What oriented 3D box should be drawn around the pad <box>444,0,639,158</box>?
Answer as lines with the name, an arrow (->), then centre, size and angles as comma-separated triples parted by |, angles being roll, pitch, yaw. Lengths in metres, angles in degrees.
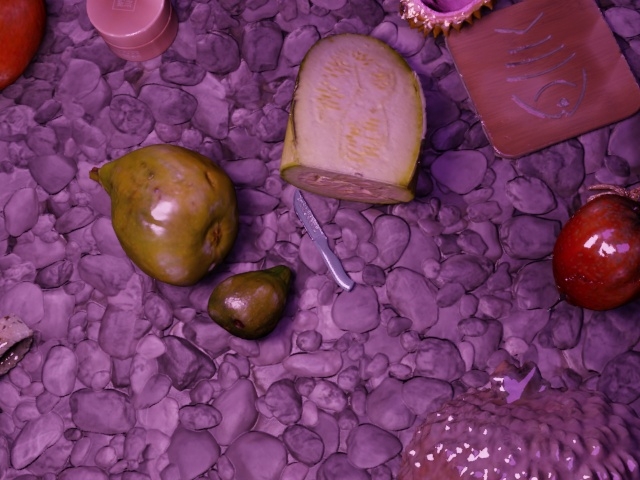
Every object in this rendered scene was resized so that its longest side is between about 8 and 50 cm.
pad -> 0.403, -0.310, 1.576 | 0.287, 0.018, 0.284 | -20, 74, 0

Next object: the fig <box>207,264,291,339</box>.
fig -> -0.109, 0.091, 1.470 | 0.123, 0.123, 0.156 | 31, 68, 13

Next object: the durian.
durian -> 0.280, -0.513, 1.602 | 0.191, 0.112, 0.341 | 24, 87, 2

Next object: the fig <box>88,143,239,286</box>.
fig -> -0.284, -0.069, 1.471 | 0.314, 0.233, 0.233 | 35, 81, 7

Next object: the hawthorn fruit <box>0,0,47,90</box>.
hawthorn fruit -> -0.643, -0.399, 1.582 | 0.311, 0.295, 0.295 | -29, 73, -27

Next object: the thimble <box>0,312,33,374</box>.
thimble -> -0.551, 0.180, 1.502 | 0.062, 0.084, 0.110 | 39, 84, 14

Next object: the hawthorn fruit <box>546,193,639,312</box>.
hawthorn fruit -> 0.445, 0.035, 1.410 | 0.235, 0.181, 0.181 | -45, 72, 31

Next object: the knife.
knife -> 0.000, 0.000, 1.534 | 0.028, 0.015, 0.210 | -32, 74, 4

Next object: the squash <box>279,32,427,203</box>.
squash -> 0.068, -0.234, 1.493 | 0.234, 0.210, 0.308 | 12, 81, -4

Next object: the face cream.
face cream -> -0.352, -0.425, 1.635 | 0.149, 0.104, 0.149 | -1, 75, 5

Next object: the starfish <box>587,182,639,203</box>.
starfish -> 0.541, -0.081, 1.487 | 0.130, 0.041, 0.133 | -29, 30, -22

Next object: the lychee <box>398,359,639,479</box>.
lychee -> 0.300, 0.381, 1.217 | 0.381, 0.380, 0.432 | -8, 89, 3
